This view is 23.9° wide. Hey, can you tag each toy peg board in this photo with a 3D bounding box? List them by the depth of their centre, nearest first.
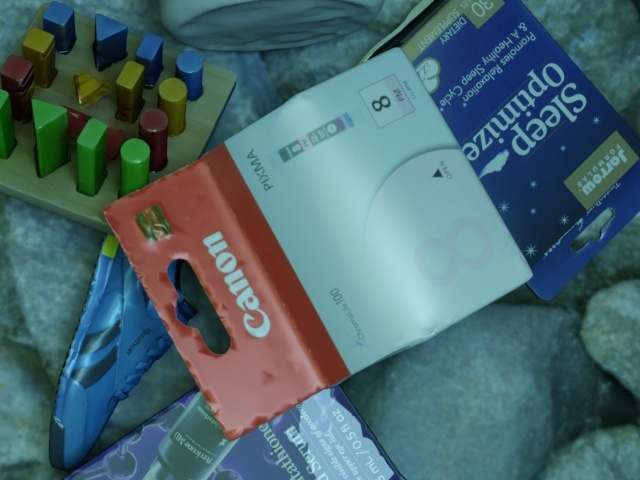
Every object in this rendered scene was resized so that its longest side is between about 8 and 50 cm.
[{"bbox_3d":[-0.160,-0.102,1.087,0.161,0.079,0.160,21,61,4],"label":"toy peg board"}]

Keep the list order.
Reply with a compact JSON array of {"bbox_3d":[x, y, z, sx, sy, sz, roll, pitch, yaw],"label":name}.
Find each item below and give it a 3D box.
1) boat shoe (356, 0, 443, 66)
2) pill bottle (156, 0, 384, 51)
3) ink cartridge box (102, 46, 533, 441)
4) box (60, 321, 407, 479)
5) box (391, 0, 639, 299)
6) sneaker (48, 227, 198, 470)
[{"bbox_3d":[0.062,-0.136,1.147,0.042,0.049,0.133,44,79,11],"label":"boat shoe"},{"bbox_3d":[-0.049,-0.302,1.102,0.169,0.169,0.301,-6,84,-3],"label":"pill bottle"},{"bbox_3d":[0.000,0.000,1.025,0.232,0.066,0.189,-28,85,-21],"label":"ink cartridge box"},{"bbox_3d":[-0.061,0.177,1.075,0.207,0.108,0.153,-35,87,-6],"label":"box"},{"bbox_3d":[0.148,-0.077,1.128,0.136,0.036,0.225,-44,101,-7],"label":"box"},{"bbox_3d":[-0.139,0.073,1.104,0.082,0.069,0.209,18,83,-4],"label":"sneaker"}]
